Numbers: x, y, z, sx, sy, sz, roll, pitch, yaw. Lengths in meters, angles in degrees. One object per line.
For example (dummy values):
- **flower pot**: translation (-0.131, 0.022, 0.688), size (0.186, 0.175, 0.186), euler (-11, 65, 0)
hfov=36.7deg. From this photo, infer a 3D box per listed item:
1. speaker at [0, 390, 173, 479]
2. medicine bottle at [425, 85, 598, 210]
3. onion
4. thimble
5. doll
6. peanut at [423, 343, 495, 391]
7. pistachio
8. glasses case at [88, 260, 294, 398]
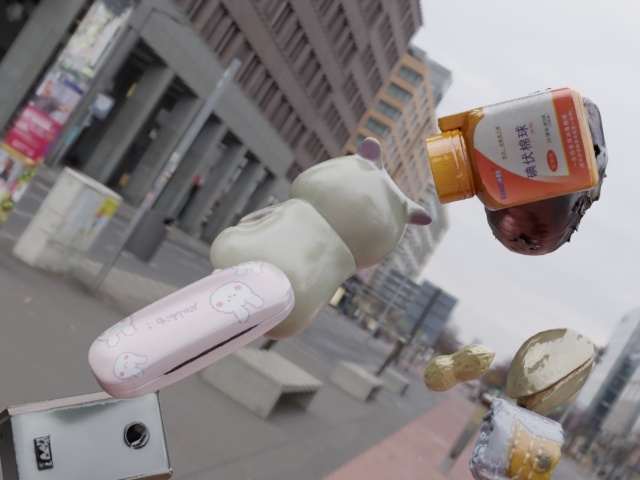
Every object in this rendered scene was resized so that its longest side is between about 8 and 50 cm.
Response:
- **speaker**: translation (-0.369, 0.319, 1.494), size (0.230, 0.153, 0.192), euler (-5, -12, -28)
- **medicine bottle**: translation (0.269, -0.124, 1.374), size (0.222, 0.150, 0.112), euler (-13, 6, 11)
- **onion**: translation (0.386, -0.120, 1.720), size (0.232, 0.314, 0.314), euler (15, -8, 18)
- **thimble**: translation (0.290, 0.313, 1.438), size (0.117, 0.127, 0.151), euler (22, 0, 7)
- **doll**: translation (-0.021, 0.010, 1.616), size (0.215, 0.370, 0.226), euler (54, -20, -13)
- **peanut**: translation (0.294, 0.272, 2.065), size (0.187, 0.082, 0.082), euler (-26, -43, 33)
- **pistachio**: translation (0.384, 0.220, 1.618), size (0.124, 0.185, 0.124), euler (32, -31, 22)
- **glasses case**: translation (-0.174, 0.118, 1.326), size (0.113, 0.296, 0.075), euler (42, -27, 44)
